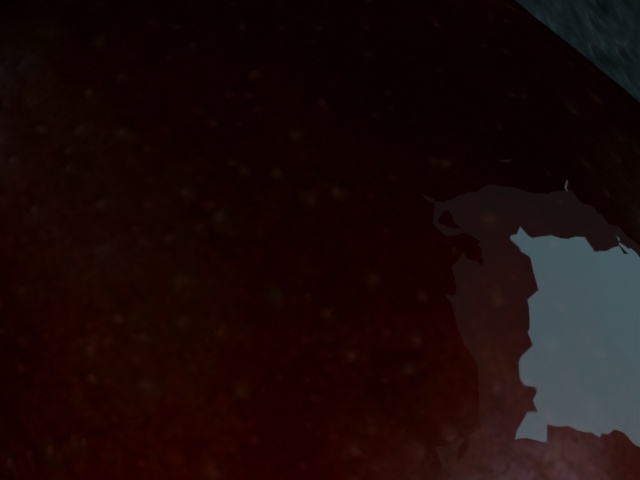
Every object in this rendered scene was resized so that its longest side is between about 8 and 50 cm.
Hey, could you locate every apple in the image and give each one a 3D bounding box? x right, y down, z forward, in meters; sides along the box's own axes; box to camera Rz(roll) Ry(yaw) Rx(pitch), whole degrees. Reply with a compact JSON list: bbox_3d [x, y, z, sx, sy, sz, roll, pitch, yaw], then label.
[{"bbox_3d":[0.000,0.049,0.592,0.317,0.288,0.288,51,28,12],"label":"apple"}]
